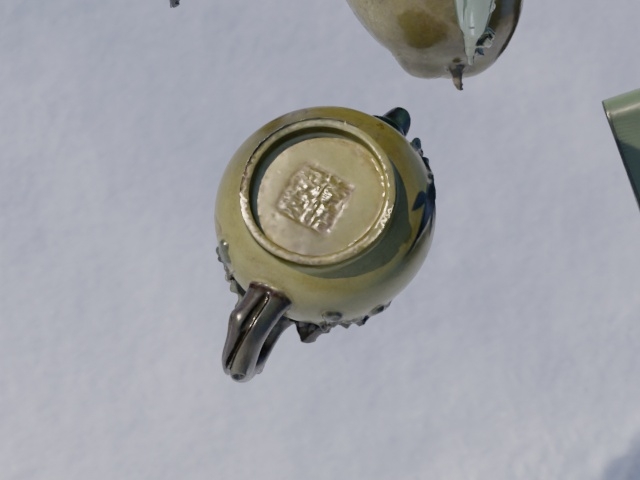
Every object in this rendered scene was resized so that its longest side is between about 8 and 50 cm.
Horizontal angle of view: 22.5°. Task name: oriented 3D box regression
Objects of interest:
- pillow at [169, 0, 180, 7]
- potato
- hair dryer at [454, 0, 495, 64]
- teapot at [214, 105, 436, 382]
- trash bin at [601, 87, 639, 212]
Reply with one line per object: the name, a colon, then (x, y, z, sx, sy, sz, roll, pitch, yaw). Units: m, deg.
pillow: (-0.201, -0.389, 1.559, 0.161, 0.093, 0.335, -79, 146, -60)
potato: (0.088, -0.247, 1.364, 0.159, 0.174, 0.251, -15, 81, -18)
hair dryer: (0.158, -0.195, 1.208, 0.206, 0.237, 0.075, 6, 65, -5)
teapot: (0.000, 0.000, 1.286, 0.173, 0.182, 0.269, 26, 78, 13)
trash bin: (0.489, -0.137, 1.728, 0.223, 0.343, 0.158, -16, 84, -76)
